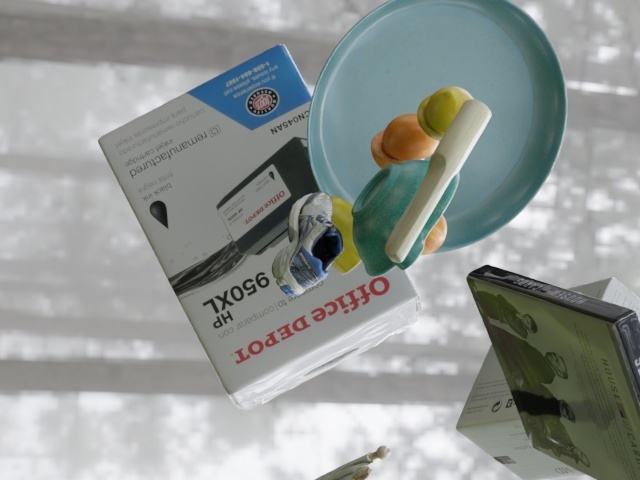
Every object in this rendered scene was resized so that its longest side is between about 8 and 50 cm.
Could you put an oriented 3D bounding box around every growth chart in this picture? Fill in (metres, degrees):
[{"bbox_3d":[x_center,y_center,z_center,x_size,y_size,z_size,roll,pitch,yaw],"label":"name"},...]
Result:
[{"bbox_3d":[-0.027,0.322,1.971,0.172,0.021,0.237,-29,-159,45],"label":"growth chart"}]

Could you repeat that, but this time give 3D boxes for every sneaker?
[{"bbox_3d":[0.000,0.000,1.808,0.058,0.052,0.135,-19,-145,29],"label":"sneaker"}]

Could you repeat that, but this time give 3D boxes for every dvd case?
[{"bbox_3d":[0.214,0.120,1.539,0.238,0.029,0.179,19,-46,65],"label":"dvd case"}]

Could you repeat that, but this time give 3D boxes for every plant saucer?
[{"bbox_3d":[0.130,-0.140,2.147,0.044,0.317,0.318,-135,-126,-65],"label":"plant saucer"}]

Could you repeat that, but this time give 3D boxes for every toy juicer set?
[{"bbox_3d":[0.105,-0.053,1.819,0.209,0.089,0.329,-53,-167,-7],"label":"toy juicer set"}]

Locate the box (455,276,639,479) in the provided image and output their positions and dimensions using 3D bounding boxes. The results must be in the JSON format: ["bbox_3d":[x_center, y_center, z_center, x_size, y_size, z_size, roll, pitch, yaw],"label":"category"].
[{"bbox_3d":[0.273,0.156,2.061,0.181,0.119,0.182,-19,-141,55],"label":"box"}]

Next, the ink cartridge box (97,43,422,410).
[{"bbox_3d":[-0.076,-0.014,2.486,0.395,0.285,0.166,62,-2,12],"label":"ink cartridge box"}]
